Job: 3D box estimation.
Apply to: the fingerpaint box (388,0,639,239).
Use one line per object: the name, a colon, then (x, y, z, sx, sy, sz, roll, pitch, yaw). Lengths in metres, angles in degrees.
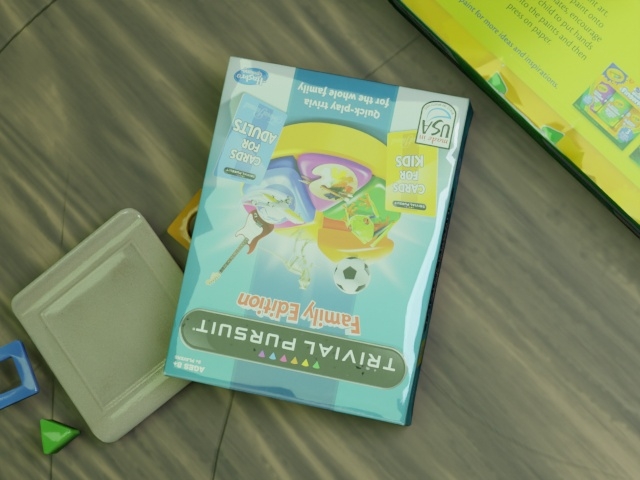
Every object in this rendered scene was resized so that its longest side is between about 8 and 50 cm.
fingerpaint box: (0.331, -0.236, 1.556, 0.371, 0.163, 0.445, -47, 73, 5)

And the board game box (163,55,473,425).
board game box: (0.000, 0.000, 1.657, 0.253, 0.079, 0.336, 11, 86, 9)

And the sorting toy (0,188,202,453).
sorting toy: (-0.213, 0.091, 1.751, 0.347, 0.047, 0.196, -38, 77, 6)
